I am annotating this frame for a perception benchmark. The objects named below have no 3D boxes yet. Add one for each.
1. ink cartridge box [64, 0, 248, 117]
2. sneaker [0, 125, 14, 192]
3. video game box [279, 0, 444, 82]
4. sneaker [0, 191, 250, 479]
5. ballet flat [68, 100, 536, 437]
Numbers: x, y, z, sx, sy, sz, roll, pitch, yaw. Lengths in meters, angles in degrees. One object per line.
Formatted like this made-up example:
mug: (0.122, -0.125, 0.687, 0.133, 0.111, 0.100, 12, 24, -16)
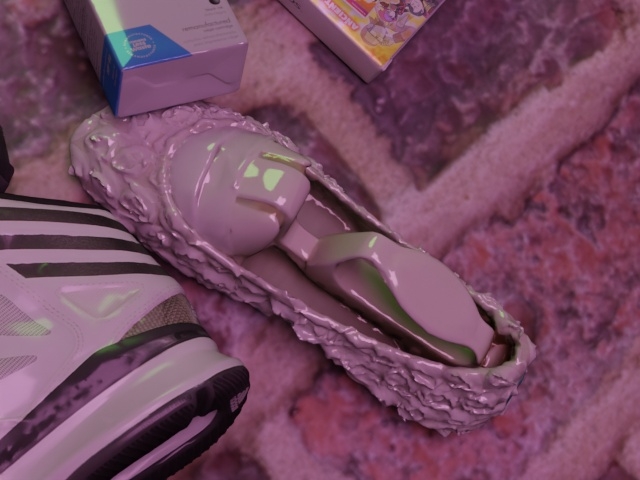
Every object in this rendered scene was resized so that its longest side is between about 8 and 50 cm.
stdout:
ink cartridge box: (-0.139, -0.191, 1.063, 0.104, 0.060, 0.180, -16, 61, -21)
sneaker: (-0.290, -0.084, 1.026, 0.152, 0.084, 0.058, 43, 109, 27)
video game box: (0.029, -0.269, 1.175, 0.205, 0.048, 0.187, 43, 66, -4)
sneaker: (-0.297, 0.129, 0.943, 0.447, 0.169, 0.257, -32, 69, -17)
ballet flat: (0.000, 0.000, 1.055, 0.409, 0.147, 0.147, 34, 69, -7)
